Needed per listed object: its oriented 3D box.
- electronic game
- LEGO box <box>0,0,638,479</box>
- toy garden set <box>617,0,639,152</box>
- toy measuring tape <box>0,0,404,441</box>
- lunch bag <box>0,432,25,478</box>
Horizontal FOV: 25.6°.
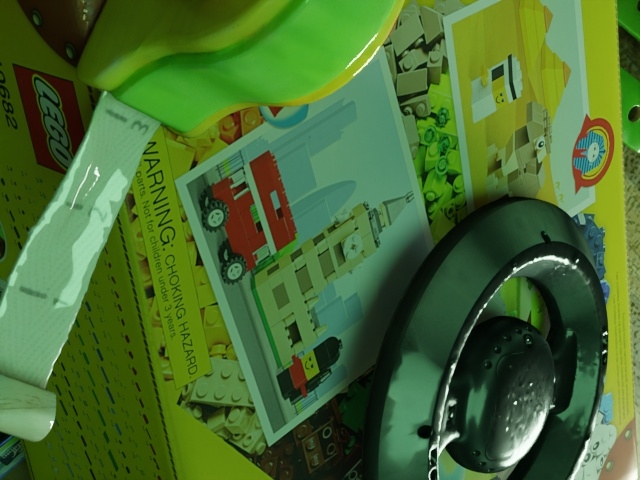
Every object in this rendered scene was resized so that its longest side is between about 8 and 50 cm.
[{"bbox_3d":[0.099,0.088,0.808,0.229,0.048,0.229,-19,115,-47],"label":"electronic game"},{"bbox_3d":[0.000,0.000,0.857,0.372,0.193,0.500,-29,123,-33],"label":"LEGO box"},{"bbox_3d":[0.227,-0.217,1.026,0.204,0.049,0.244,29,96,-36],"label":"toy garden set"},{"bbox_3d":[-0.044,-0.059,0.580,0.121,0.121,0.330,26,87,-34],"label":"toy measuring tape"},{"bbox_3d":[-0.224,0.099,0.897,0.129,0.096,0.151,-40,140,-12],"label":"lunch bag"}]
